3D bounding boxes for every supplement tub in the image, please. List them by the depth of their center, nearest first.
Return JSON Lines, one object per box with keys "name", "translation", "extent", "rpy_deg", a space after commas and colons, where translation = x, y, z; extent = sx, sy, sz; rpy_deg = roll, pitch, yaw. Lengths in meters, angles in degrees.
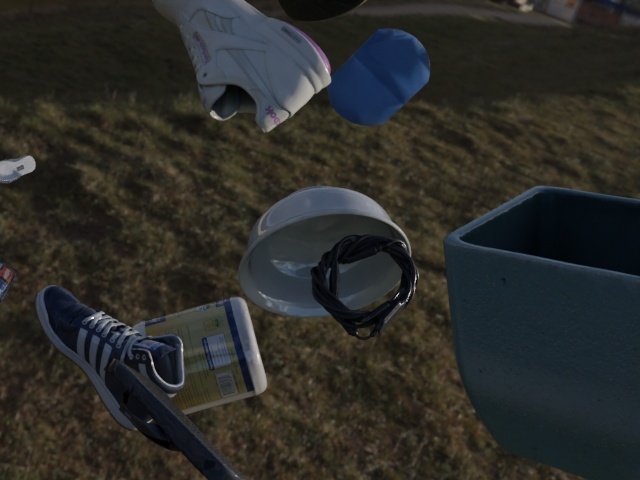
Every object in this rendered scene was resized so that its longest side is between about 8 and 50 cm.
{"name": "supplement tub", "translation": [-0.293, 0.266, 1.917], "extent": [0.317, 0.228, 0.228], "rpy_deg": [-15, 25, -6]}

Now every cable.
{"name": "cable", "translation": [0.071, 0.060, 1.353], "extent": [0.151, 0.047, 0.184], "rpy_deg": [38, 60, 10]}

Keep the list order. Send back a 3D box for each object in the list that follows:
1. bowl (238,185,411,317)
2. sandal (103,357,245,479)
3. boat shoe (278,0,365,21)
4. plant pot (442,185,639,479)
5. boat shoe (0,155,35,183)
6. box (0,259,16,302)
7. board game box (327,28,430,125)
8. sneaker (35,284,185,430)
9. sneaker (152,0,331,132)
{"name": "bowl", "translation": [0.000, 0.000, 1.510], "extent": [0.298, 0.298, 0.134], "rpy_deg": [12, 47, -25]}
{"name": "sandal", "translation": [-0.196, 0.229, 1.068], "extent": [0.254, 0.054, 0.097], "rpy_deg": [37, -10, 34]}
{"name": "boat shoe", "translation": [0.083, -0.448, 1.372], "extent": [0.122, 0.324, 0.120], "rpy_deg": [63, 24, -9]}
{"name": "plant pot", "translation": [0.288, 0.104, 0.912], "extent": [0.248, 0.252, 0.247], "rpy_deg": [13, 24, 34]}
{"name": "boat shoe", "translation": [-0.490, -0.111, 1.357], "extent": [0.035, 0.035, 0.100], "rpy_deg": [-6, 17, 22]}
{"name": "box", "translation": [-0.290, 0.066, 0.630], "extent": [0.027, 0.137, 0.093], "rpy_deg": [49, 41, -33]}
{"name": "board game box", "translation": [0.089, -0.261, 1.376], "extent": [0.133, 0.169, 0.033], "rpy_deg": [34, 22, -36]}
{"name": "sneaker", "translation": [-0.332, 0.161, 1.412], "extent": [0.282, 0.153, 0.099], "rpy_deg": [52, 30, 1]}
{"name": "sneaker", "translation": [-0.136, -0.252, 1.137], "extent": [0.305, 0.152, 0.114], "rpy_deg": [36, -9, 27]}
